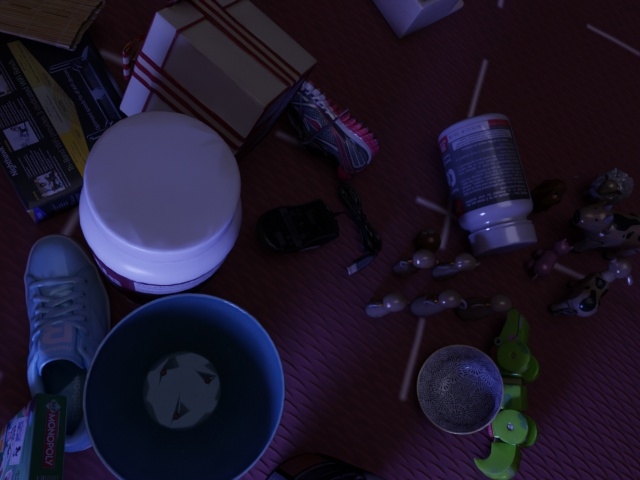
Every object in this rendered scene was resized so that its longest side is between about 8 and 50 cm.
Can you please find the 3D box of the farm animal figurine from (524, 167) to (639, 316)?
[{"bbox_3d":[0.634,-0.006,1.229,0.326,0.172,0.331,-7,78,-19],"label":"farm animal figurine"}]

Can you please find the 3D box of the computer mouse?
[{"bbox_3d":[0.000,0.000,1.094,0.262,0.060,0.184,-24,80,-33],"label":"computer mouse"}]

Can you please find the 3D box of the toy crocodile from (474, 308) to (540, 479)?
[{"bbox_3d":[0.387,0.312,1.112,0.115,0.105,0.341,34,60,-52],"label":"toy crocodile"}]

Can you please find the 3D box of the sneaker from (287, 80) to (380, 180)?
[{"bbox_3d":[-0.019,-0.251,1.123,0.299,0.121,0.112,39,91,2],"label":"sneaker"}]

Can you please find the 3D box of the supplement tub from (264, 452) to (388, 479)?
[{"bbox_3d":[0.011,0.445,0.826,0.207,0.338,0.207,4,75,-16],"label":"supplement tub"}]

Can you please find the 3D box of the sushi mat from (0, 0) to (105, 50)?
[{"bbox_3d":[-0.573,-0.433,0.989,0.316,0.019,0.152,15,59,2],"label":"sushi mat"}]

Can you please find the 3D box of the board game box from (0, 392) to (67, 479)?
[{"bbox_3d":[-0.405,0.392,0.702,0.046,0.213,0.318,21,42,-40],"label":"board game box"}]

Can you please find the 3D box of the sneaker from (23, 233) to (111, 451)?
[{"bbox_3d":[-0.405,0.153,0.874,0.135,0.150,0.366,-12,80,-21],"label":"sneaker"}]

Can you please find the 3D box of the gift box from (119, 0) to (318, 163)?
[{"bbox_3d":[-0.181,-0.313,0.979,0.258,0.276,0.255,39,39,-5],"label":"gift box"}]

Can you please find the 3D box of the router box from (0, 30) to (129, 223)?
[{"bbox_3d":[-0.478,-0.221,0.986,0.242,0.081,0.309,-29,86,-23],"label":"router box"}]

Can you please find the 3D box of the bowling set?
[{"bbox_3d":[0.229,0.061,1.095,0.286,0.154,0.200,0,76,-18],"label":"bowling set"}]

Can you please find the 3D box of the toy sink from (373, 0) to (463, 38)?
[{"bbox_3d":[0.257,-0.619,1.295,0.234,0.131,0.153,-32,87,-23],"label":"toy sink"}]

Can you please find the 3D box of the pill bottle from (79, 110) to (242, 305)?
[{"bbox_3d":[-0.246,-0.026,0.840,0.223,0.392,0.224,5,74,-16],"label":"pill bottle"}]

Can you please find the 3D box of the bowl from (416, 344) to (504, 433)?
[{"bbox_3d":[0.285,0.299,1.074,0.080,0.170,0.170,38,59,-53],"label":"bowl"}]

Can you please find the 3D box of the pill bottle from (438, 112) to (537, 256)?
[{"bbox_3d":[0.366,-0.116,1.181,0.161,0.161,0.284,-7,78,-19],"label":"pill bottle"}]

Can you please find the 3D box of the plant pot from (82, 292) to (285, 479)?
[{"bbox_3d":[-0.220,0.244,0.883,0.290,0.195,0.291,4,75,-16],"label":"plant pot"}]
